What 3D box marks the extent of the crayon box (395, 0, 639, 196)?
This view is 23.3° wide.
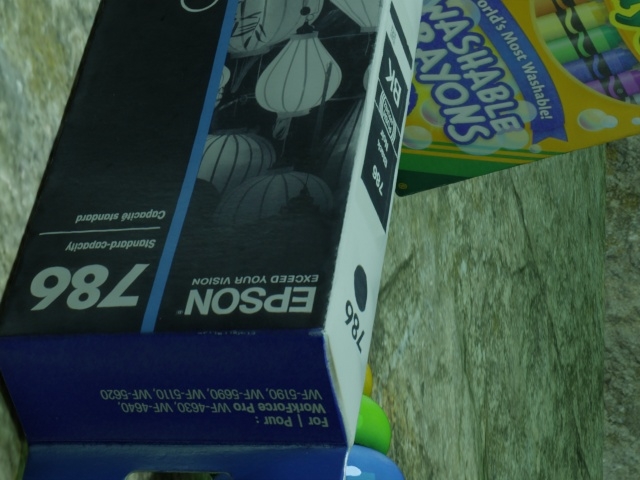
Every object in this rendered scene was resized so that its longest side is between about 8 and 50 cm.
[{"bbox_3d":[0.154,-0.159,1.076,0.203,0.323,0.083,53,34,-36],"label":"crayon box"}]

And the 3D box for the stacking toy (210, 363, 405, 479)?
[{"bbox_3d":[-0.019,0.108,0.870,0.141,0.141,0.330,54,22,-59],"label":"stacking toy"}]

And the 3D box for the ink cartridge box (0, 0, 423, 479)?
[{"bbox_3d":[-0.050,-0.017,0.751,0.065,0.165,0.332,64,28,-50],"label":"ink cartridge box"}]
